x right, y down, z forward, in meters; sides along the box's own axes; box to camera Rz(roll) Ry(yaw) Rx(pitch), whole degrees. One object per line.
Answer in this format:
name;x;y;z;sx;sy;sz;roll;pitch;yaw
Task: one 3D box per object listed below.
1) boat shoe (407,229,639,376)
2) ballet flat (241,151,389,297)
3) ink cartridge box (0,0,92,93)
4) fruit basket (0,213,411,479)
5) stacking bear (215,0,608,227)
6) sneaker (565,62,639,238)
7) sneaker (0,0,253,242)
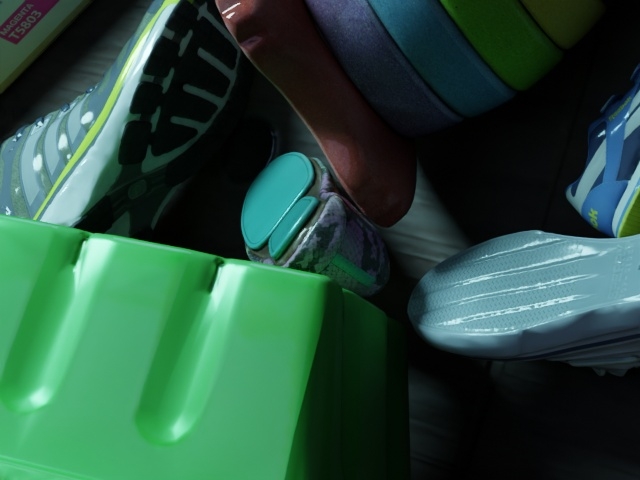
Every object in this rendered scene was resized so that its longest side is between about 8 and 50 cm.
boat shoe;0.155;0.043;0.956;0.226;0.076;0.083;-7;44;38
ballet flat;0.000;0.000;1.081;0.077;0.079;0.221;-51;13;2
ink cartridge box;-0.265;-0.236;1.386;0.234;0.088;0.193;-41;53;22
fruit basket;-0.137;0.186;0.999;0.392;0.283;0.392;-4;77;16
stacking bear;0.108;-0.168;1.014;0.289;0.175;0.164;-33;17;15
sneaker;0.183;-0.069;0.985;0.059;0.053;0.144;29;95;43
sneaker;-0.155;-0.067;1.201;0.121;0.111;0.300;24;78;37
